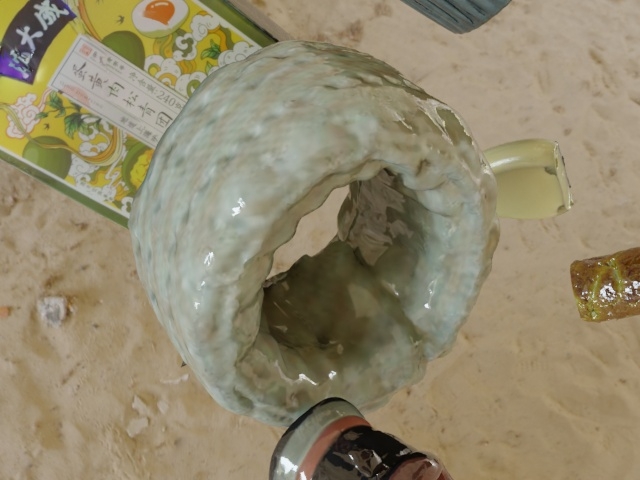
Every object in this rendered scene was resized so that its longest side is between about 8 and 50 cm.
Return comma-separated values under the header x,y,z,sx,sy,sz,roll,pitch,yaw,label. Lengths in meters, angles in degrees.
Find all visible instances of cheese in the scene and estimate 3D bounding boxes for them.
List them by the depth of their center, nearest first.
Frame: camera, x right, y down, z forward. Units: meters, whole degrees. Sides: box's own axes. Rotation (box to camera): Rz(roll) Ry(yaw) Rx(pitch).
x,y,z,sx,sy,sz,roll,pitch,yaw,label
0.209,-0.074,0.889,0.251,0.127,0.054,-6,46,30,cheese

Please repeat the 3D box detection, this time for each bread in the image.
x,y,z,sx,sy,sz,roll,pitch,yaw,label
0.543,0.073,1.144,0.103,0.172,0.132,17,64,-48,bread

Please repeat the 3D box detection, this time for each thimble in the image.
x,y,z,sx,sy,sz,roll,pitch,yaw,label
0.000,0.000,0.534,0.291,0.292,0.195,-18,37,-21,thimble

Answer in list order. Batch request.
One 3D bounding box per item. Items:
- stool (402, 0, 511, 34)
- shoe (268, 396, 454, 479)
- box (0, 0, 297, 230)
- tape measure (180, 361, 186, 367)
x,y,z,sx,sy,sz,roll,pitch,yaw,label
0.140,-0.481,0.889,0.330,0.297,0.297,31,54,-19,stool
0.078,0.241,0.435,0.114,0.137,0.291,-33,105,-31,shoe
-0.286,-0.238,0.909,0.420,0.373,0.138,33,22,-25,box
-0.166,0.176,1.110,0.104,0.180,0.107,26,57,-7,tape measure
